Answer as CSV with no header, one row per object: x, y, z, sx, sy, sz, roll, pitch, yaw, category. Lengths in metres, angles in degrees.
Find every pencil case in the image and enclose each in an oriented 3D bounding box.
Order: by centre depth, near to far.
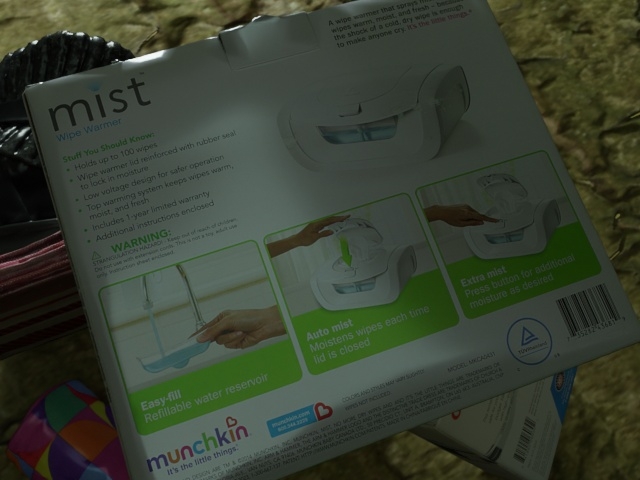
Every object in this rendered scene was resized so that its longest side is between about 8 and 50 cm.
-0.182,0.236,0.682,0.236,0.104,0.104,37,73,5,pencil case

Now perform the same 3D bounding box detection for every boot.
-0.358,-0.078,0.738,0.348,0.131,0.260,-3,68,-5,boot

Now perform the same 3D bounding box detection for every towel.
-0.220,0.046,0.613,0.237,0.329,0.037,-20,83,-11,towel

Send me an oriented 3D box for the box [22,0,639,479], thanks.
0.000,0.000,0.410,0.262,0.126,0.231,-19,76,-11,box

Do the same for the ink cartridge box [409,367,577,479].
0.158,0.140,0.694,0.191,0.082,0.139,35,68,-33,ink cartridge box
